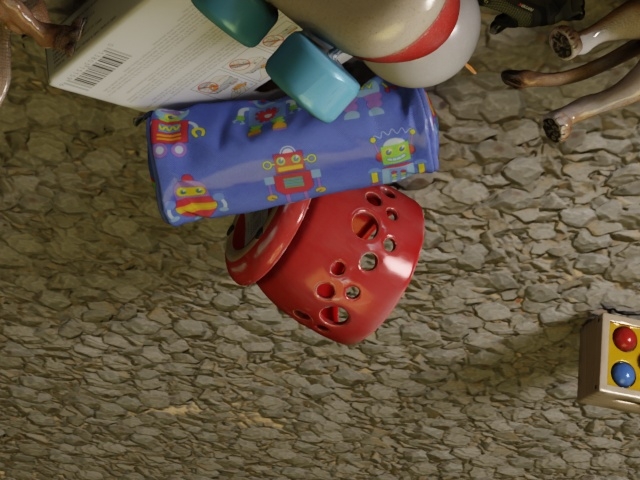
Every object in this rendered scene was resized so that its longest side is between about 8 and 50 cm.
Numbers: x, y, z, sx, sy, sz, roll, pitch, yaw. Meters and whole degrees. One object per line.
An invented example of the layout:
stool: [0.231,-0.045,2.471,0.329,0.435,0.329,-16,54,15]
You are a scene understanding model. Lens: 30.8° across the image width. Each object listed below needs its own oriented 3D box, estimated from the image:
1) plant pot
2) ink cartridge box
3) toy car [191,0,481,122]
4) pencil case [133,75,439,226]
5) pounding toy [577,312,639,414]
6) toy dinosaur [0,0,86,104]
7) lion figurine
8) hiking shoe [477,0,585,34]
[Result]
plant pot: [0.000,0.000,1.335,0.174,0.191,0.191,30,140,-21]
ink cartridge box: [-0.098,-0.208,1.154,0.239,0.060,0.275,12,150,-44]
toy car: [0.055,-0.211,1.000,0.219,0.210,0.238,-49,152,9]
pencil case: [-0.032,-0.102,1.205,0.306,0.133,0.119,-11,127,2]
pounding toy: [0.434,0.158,1.570,0.141,0.130,0.100,12,158,-9]
toy dinosaur: [-0.292,-0.255,1.006,0.200,0.127,0.296,16,123,-12]
lion figurine: [0.349,-0.191,1.004,0.392,0.240,0.142,15,133,61]
hiking shoe: [0.150,-0.256,1.021,0.114,0.086,0.227,-18,141,25]
